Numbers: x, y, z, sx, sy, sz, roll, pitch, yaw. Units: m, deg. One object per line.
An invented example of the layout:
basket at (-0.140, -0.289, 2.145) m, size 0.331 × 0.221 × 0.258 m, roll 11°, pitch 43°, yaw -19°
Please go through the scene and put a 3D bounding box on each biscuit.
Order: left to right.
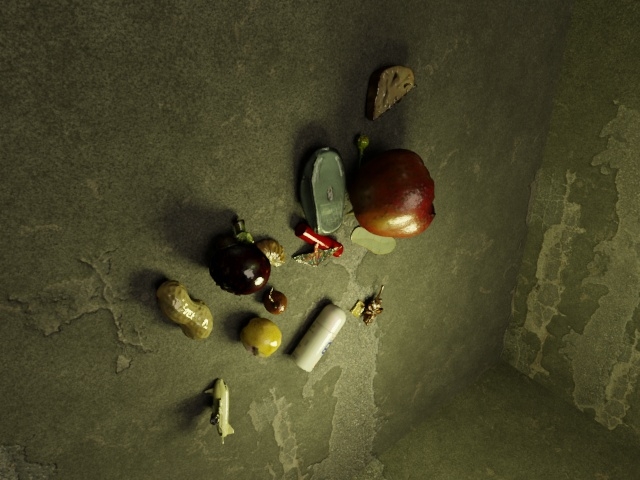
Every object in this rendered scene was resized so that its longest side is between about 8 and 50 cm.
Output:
biscuit at (-0.213, 0.055, 1.733) m, size 0.183 × 0.061 × 0.118 m, roll 14°, pitch 101°, yaw -42°
biscuit at (0.204, 0.368, 2.256) m, size 0.083 × 0.018 × 0.081 m, roll -53°, pitch 133°, yaw -4°

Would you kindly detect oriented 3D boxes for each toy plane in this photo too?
toy plane at (-0.441, 0.744, 1.849) m, size 0.104 × 0.242 × 0.256 m, roll -15°, pitch 86°, yaw -10°

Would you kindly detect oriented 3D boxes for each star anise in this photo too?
star anise at (0.300, 0.356, 2.285) m, size 0.234 × 0.073 × 0.177 m, roll -54°, pitch 151°, yaw 0°

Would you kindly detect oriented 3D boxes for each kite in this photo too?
kite at (-0.016, 0.067, 1.882) m, size 0.232 × 0.009 × 0.189 m, roll -11°, pitch 146°, yaw -9°

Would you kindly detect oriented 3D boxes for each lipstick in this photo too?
lipstick at (0.000, 0.001, 1.865) m, size 0.280 × 0.073 × 0.073 m, roll 29°, pitch 93°, yaw -45°

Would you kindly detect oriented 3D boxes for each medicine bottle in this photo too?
medicine bottle at (-0.002, 0.468, 2.068) m, size 0.130 × 0.130 × 0.341 m, roll 37°, pitch 87°, yaw -44°

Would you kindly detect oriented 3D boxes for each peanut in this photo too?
peanut at (-0.502, 0.259, 1.569) m, size 0.136 × 0.120 × 0.298 m, roll -60°, pitch 138°, yaw -31°

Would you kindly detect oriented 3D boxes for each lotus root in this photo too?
lotus root at (0.282, -0.639, 1.756) m, size 0.261 × 0.074 × 0.170 m, roll -37°, pitch 130°, yaw -16°

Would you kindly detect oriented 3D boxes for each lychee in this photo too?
lychee at (-0.201, 0.264, 1.821) m, size 0.140 × 0.101 × 0.114 m, roll 16°, pitch 70°, yaw -56°

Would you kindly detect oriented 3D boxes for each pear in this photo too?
pear at (-0.261, 0.416, 1.816) m, size 0.178 × 0.178 × 0.178 m, roll -18°, pitch 123°, yaw -31°

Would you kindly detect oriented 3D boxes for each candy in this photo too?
candy at (0.174, -0.370, 1.834) m, size 0.062 × 0.058 × 0.193 m, roll -54°, pitch 155°, yaw -49°

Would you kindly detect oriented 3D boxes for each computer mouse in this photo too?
computer mouse at (0.008, -0.204, 1.737) m, size 0.203 × 0.114 × 0.373 m, roll -11°, pitch 111°, yaw -31°

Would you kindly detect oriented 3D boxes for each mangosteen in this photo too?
mangosteen at (-0.296, 0.062, 1.574) m, size 0.231 × 0.231 × 0.289 m, roll 13°, pitch 82°, yaw -42°

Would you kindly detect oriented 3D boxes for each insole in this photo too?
insole at (0.274, 0.003, 2.127) m, size 0.348 × 0.009 × 0.119 m, roll 19°, pitch 100°, yaw -43°

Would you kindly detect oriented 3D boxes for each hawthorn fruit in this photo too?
hawthorn fruit at (0.293, -0.184, 1.821) m, size 0.403 × 0.403 × 0.402 m, roll -18°, pitch 123°, yaw -31°
